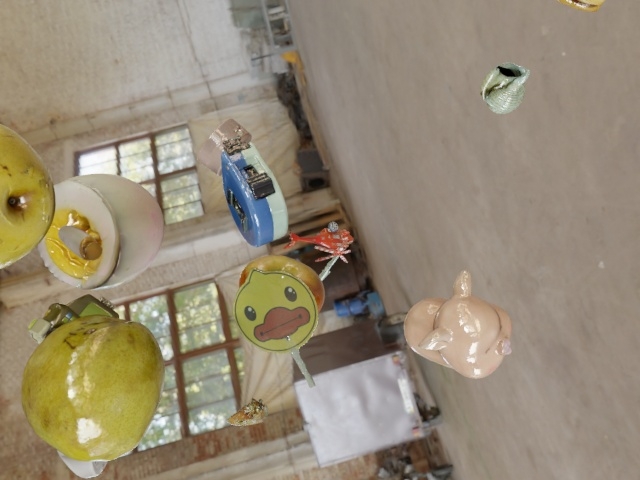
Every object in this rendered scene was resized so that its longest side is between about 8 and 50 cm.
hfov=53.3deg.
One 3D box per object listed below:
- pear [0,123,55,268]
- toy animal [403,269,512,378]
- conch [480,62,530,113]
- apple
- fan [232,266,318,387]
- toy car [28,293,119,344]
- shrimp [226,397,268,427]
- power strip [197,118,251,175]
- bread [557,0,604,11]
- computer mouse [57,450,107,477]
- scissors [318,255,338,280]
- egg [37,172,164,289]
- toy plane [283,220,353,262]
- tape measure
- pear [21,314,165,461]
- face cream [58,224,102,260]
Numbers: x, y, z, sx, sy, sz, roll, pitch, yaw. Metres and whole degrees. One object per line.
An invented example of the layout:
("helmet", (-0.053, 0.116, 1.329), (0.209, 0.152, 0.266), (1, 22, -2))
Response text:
("pear", (-0.753, -0.099, 1.375), (0.348, 0.349, 0.348), (165, 90, -87))
("toy animal", (0.352, 0.237, 1.674), (0.326, 0.237, 0.269), (16, 154, 44))
("conch", (0.530, -0.446, 1.853), (0.102, 0.135, 0.153), (-89, 22, -63))
("apple", (-0.108, 0.147, 1.728), (0.235, 0.210, 0.173), (37, 135, 34))
("fan", (-0.093, 0.216, 1.588), (0.335, 0.230, 0.011), (62, -159, -1))
("toy car", (-0.614, 0.243, 1.685), (0.248, 0.198, 0.204), (37, 153, -8))
("shrimp", (-0.203, 0.492, 1.800), (0.217, 0.115, 0.051), (115, 138, -60))
("power strip", (-0.261, -0.256, 1.742), (0.078, 0.154, 0.154), (39, 176, 0))
("bread", (0.534, -0.557, 1.260), (0.077, 0.116, 0.200), (147, 144, -78))
("computer mouse", (-0.641, 0.529, 1.728), (0.297, 0.121, 0.184), (104, 180, -58))
("scissors", (-0.031, 0.169, 2.115), (0.029, 0.383, 0.256), (37, -171, 2))
("egg", (-0.644, -0.040, 2.008), (0.340, 0.355, 0.354), (-22, -83, -63))
("toy plane", (-0.004, 0.004, 1.514), (0.126, 0.194, 0.077), (120, 140, -59))
("tape measure", (-0.163, -0.057, 1.530), (0.215, 0.098, 0.351), (56, 160, 29))
("pear", (-0.476, 0.305, 1.380), (0.304, 0.304, 0.303), (165, 90, -87))
("face cream", (-0.626, 0.005, 1.654), (0.182, 0.051, 0.072), (21, 120, 45))
